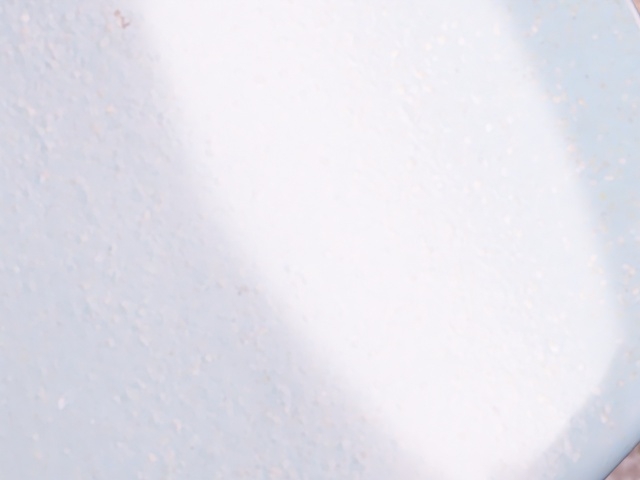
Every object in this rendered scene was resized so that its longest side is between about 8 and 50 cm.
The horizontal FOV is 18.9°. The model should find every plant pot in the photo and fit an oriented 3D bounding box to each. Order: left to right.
[{"bbox_3d":[0.000,0.000,0.646,0.252,0.248,0.247,-26,89,5],"label":"plant pot"}]
